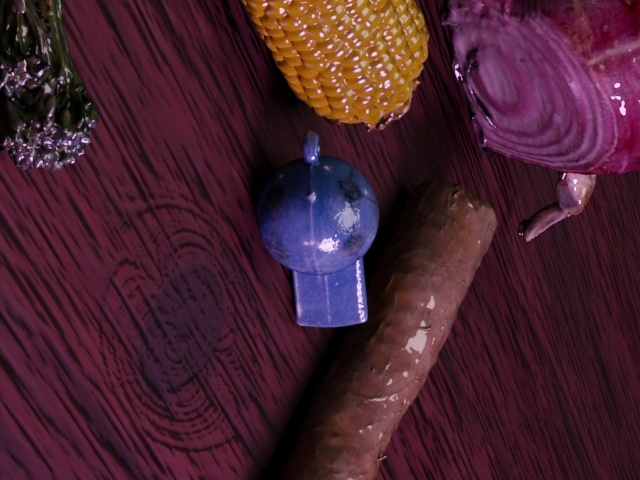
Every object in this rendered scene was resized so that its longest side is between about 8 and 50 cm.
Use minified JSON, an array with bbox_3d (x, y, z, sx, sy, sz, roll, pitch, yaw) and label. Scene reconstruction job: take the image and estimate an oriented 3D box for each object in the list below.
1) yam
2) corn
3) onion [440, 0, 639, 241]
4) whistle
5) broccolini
[{"bbox_3d":[0.041,0.101,1.291,0.356,0.081,0.081,-63,145,-34],"label":"yam"},{"bbox_3d":[-0.013,-0.190,1.109,0.106,0.106,0.305,-65,145,-29],"label":"corn"},{"bbox_3d":[0.238,-0.171,1.432,0.272,0.230,0.256,44,57,-46],"label":"onion"},{"bbox_3d":[0.000,0.000,1.190,0.090,0.090,0.158,-38,128,-52],"label":"whistle"},{"bbox_3d":[-0.164,-0.136,0.927,0.091,0.068,0.202,-13,91,-72],"label":"broccolini"}]
